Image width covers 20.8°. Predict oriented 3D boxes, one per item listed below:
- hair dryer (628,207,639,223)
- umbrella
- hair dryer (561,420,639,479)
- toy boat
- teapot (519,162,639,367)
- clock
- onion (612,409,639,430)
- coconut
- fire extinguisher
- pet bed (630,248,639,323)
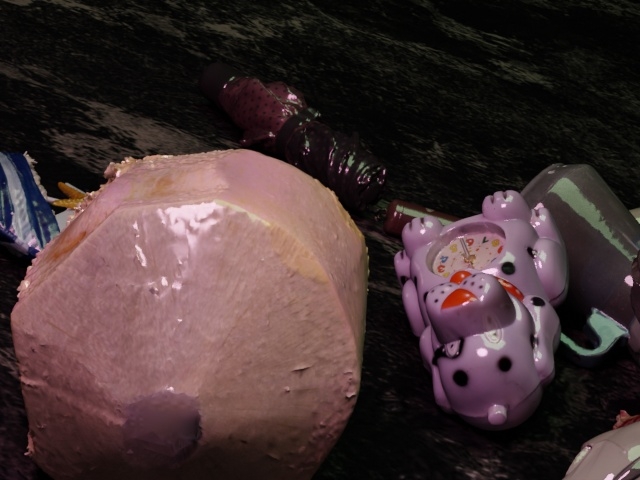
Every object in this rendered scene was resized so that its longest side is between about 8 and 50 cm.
[{"bbox_3d":[0.391,0.027,2.172,0.219,0.088,0.225,13,39,1],"label":"hair dryer"},{"bbox_3d":[-0.037,-0.137,2.151,0.326,0.094,0.090,39,16,36],"label":"umbrella"},{"bbox_3d":[0.259,0.291,1.479,0.229,0.092,0.267,-13,65,-13],"label":"hair dryer"},{"bbox_3d":[-0.227,-0.008,1.809,0.291,0.067,0.220,18,22,-30],"label":"toy boat"},{"bbox_3d":[0.309,0.040,1.976,0.225,0.171,0.203,38,61,23],"label":"teapot"},{"bbox_3d":[0.165,0.088,1.761,0.188,0.189,0.254,17,32,-5],"label":"clock"},{"bbox_3d":[0.359,0.217,1.663,0.227,0.120,0.283,3,27,-23],"label":"onion"},{"bbox_3d":[-0.106,0.077,1.408,0.297,0.297,0.309,19,19,-1],"label":"coconut"},{"bbox_3d":[0.125,-0.016,2.079,0.157,0.045,0.078,16,-4,-6],"label":"fire extinguisher"},{"bbox_3d":[0.421,0.098,1.801,0.183,0.211,0.159,-13,17,6],"label":"pet bed"}]
